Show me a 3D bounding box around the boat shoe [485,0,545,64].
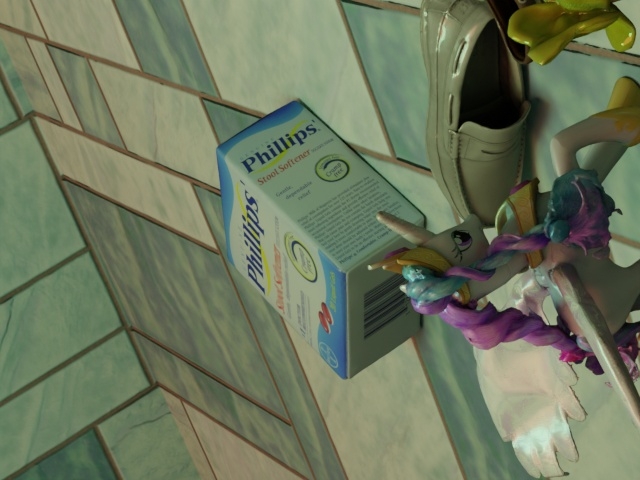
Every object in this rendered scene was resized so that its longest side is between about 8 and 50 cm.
[{"bbox_3d":[0.174,-0.273,1.772,0.257,0.095,0.095,52,170,-35],"label":"boat shoe"}]

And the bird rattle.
[{"bbox_3d":[0.248,-0.268,1.528,0.207,0.143,0.253,51,126,1],"label":"bird rattle"}]

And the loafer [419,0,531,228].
[{"bbox_3d":[0.179,-0.137,2.017,0.111,0.112,0.319,45,156,49],"label":"loafer"}]

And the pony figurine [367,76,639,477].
[{"bbox_3d":[0.255,0.053,1.765,0.351,0.363,0.303,60,158,-6],"label":"pony figurine"}]

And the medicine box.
[{"bbox_3d":[0.000,0.000,2.537,0.289,0.149,0.263,44,154,30],"label":"medicine box"}]
